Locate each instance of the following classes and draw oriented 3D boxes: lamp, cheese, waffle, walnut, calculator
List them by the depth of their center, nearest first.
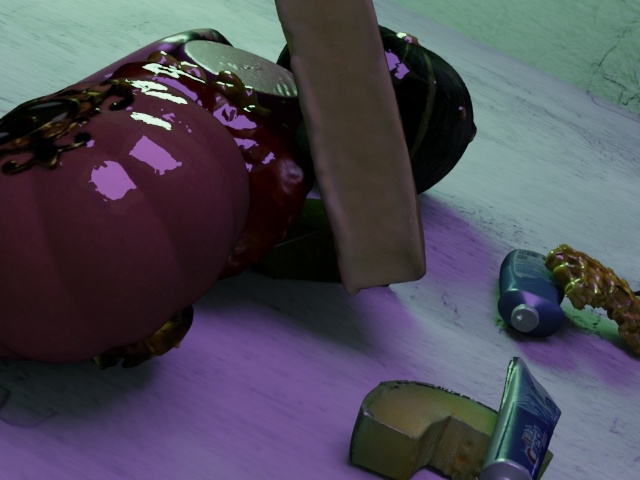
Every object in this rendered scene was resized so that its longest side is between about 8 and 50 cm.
[{"bbox_3d":[-0.204,-0.005,1.037,0.305,0.240,0.305,-16,26,8],"label":"lamp"},{"bbox_3d":[-0.147,-0.094,1.275,0.269,0.244,0.221,35,-21,-15],"label":"walnut"},{"bbox_3d":[0.043,-0.115,1.317,0.104,0.384,0.384,-12,22,6],"label":"cheese"},{"bbox_3d":[-0.236,-0.229,1.581,0.048,0.220,0.329,65,14,-5],"label":"calculator"},{"bbox_3d":[0.388,0.075,1.601,0.194,0.051,0.149,28,26,-38],"label":"waffle"}]

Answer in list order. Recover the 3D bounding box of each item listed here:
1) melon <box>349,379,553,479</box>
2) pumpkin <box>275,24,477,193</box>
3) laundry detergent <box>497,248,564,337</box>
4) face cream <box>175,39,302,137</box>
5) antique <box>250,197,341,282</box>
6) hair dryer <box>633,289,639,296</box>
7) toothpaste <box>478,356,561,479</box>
[{"bbox_3d":[0.125,0.198,1.125,0.209,0.064,0.118,23,20,-6],"label":"melon"},{"bbox_3d":[0.080,-0.207,1.790,0.323,0.241,0.323,22,23,-10],"label":"pumpkin"},{"bbox_3d":[0.283,0.075,1.570,0.096,0.061,0.206,34,22,1],"label":"laundry detergent"},{"bbox_3d":[-0.124,-0.130,1.467,0.175,0.195,0.175,21,21,-8],"label":"face cream"},{"bbox_3d":[0.000,0.000,1.440,0.220,0.080,0.081,5,29,-39],"label":"antique"},{"bbox_3d":[0.546,0.078,1.860,0.150,0.047,0.071,-2,33,-36],"label":"hair dryer"},{"bbox_3d":[0.188,0.186,1.097,0.069,0.047,0.268,21,20,10],"label":"toothpaste"}]
